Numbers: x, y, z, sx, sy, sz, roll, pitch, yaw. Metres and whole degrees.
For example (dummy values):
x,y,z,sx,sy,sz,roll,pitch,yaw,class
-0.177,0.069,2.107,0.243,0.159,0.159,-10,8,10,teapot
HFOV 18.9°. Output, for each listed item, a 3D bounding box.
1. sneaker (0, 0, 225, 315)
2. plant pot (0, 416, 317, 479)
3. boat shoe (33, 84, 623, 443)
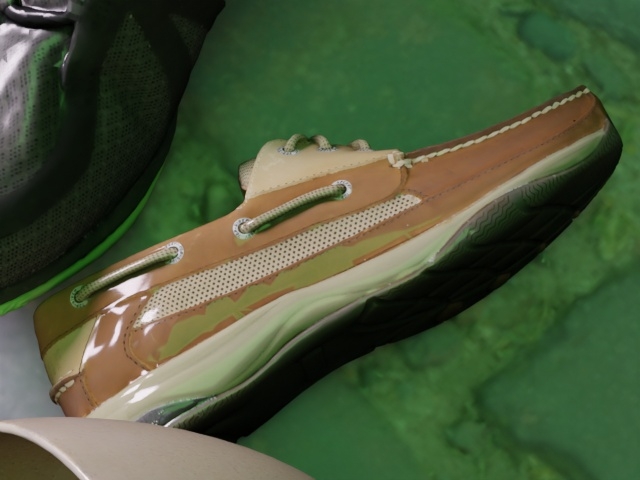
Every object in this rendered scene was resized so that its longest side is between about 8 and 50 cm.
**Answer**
x,y,z,sx,sy,sz,roll,pitch,yaw,class
-0.103,-0.180,0.991,0.185,0.202,0.483,28,74,7,sneaker
-0.047,0.208,0.862,0.191,0.284,0.284,-7,71,-36,plant pot
0.000,0.000,0.984,0.324,0.122,0.120,-29,73,-11,boat shoe
